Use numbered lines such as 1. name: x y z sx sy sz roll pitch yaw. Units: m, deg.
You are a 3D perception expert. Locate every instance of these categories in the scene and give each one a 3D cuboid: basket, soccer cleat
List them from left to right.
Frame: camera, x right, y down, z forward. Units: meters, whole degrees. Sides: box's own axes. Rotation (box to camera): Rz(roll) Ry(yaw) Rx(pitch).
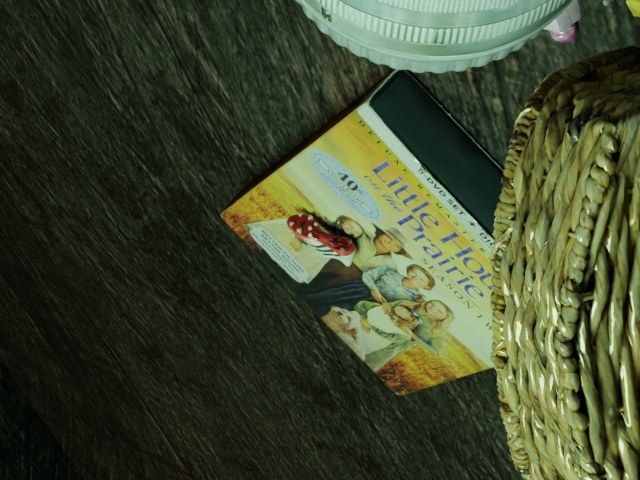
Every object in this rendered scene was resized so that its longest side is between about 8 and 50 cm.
1. soccer cleat: 0.000 0.000 1.496 0.083 0.029 0.035 25 147 23
2. basket: 0.201 0.030 1.009 0.223 0.213 0.299 -145 49 -63

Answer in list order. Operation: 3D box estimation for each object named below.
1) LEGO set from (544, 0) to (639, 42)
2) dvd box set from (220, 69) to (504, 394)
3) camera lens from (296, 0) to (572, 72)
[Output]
1. LEGO set: 0.261 -0.140 0.929 0.107 0.132 0.287 52 176 -31
2. dvd box set: 0.082 0.013 1.504 0.307 0.062 0.420 46 155 -7
3. camera lens: 0.071 -0.239 0.805 0.219 0.219 0.274 37 165 11
